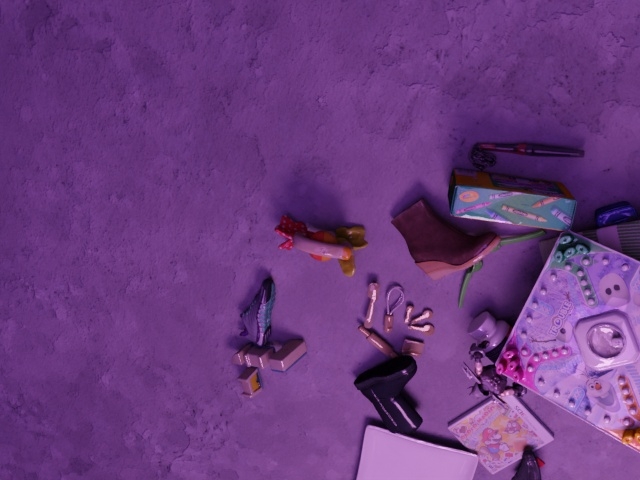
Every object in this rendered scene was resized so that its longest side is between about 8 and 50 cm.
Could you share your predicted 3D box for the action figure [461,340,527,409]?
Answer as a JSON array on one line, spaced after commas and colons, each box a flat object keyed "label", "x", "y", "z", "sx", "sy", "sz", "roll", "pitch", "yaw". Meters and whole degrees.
[{"label": "action figure", "x": 0.487, "y": 0.311, "z": 1.615, "sx": 0.185, "sy": 0.099, "sz": 0.285, "roll": 41, "pitch": 103, "yaw": -11}]

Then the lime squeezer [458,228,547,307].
[{"label": "lime squeezer", "x": 0.443, "y": 0.050, "z": 1.676, "sx": 0.110, "sy": 0.058, "sz": 0.310, "roll": 28, "pitch": 117, "yaw": -31}]

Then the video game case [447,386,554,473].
[{"label": "video game case", "x": 0.528, "y": 0.563, "z": 1.852, "sx": 0.227, "sy": 0.026, "sz": 0.206, "roll": -41, "pitch": 96, "yaw": 24}]

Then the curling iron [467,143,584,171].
[{"label": "curling iron", "x": 0.506, "y": -0.212, "z": 1.561, "sx": 0.274, "sy": 0.035, "sz": 0.068, "roll": -1, "pitch": 114, "yaw": 15}]

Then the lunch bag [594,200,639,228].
[{"label": "lunch bag", "x": 0.731, "y": -0.051, "z": 1.547, "sx": 0.099, "sy": 0.065, "sz": 0.067, "roll": -19, "pitch": 104, "yaw": 21}]

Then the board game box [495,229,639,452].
[{"label": "board game box", "x": 0.646, "y": 0.230, "z": 1.425, "sx": 0.390, "sy": 0.050, "sz": 0.389, "roll": 29, "pitch": 107, "yaw": 26}]

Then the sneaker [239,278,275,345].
[{"label": "sneaker", "x": -0.196, "y": 0.209, "z": 1.875, "sx": 0.098, "sy": 0.083, "sz": 0.223, "roll": 15, "pitch": 114, "yaw": 14}]

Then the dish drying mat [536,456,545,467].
[{"label": "dish drying mat", "x": 0.628, "y": 0.679, "z": 1.880, "sx": 0.032, "sy": 0.008, "sz": 0.083, "roll": 40, "pitch": 115, "yaw": -4}]

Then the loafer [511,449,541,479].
[{"label": "loafer", "x": 0.601, "y": 0.707, "z": 1.847, "sx": 0.078, "sy": 0.076, "sz": 0.223, "roll": -7, "pitch": 119, "yaw": 3}]

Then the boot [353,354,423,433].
[{"label": "boot", "x": 0.237, "y": 0.452, "z": 1.827, "sx": 0.207, "sy": 0.094, "sz": 0.246, "roll": 51, "pitch": 133, "yaw": -5}]

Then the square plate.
[{"label": "square plate", "x": 0.286, "y": 0.749, "z": 1.969, "sx": 0.344, "sy": 0.049, "sz": 0.347, "roll": 13, "pitch": 113, "yaw": 10}]

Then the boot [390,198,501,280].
[{"label": "boot", "x": 0.316, "y": -0.020, "z": 1.623, "sx": 0.248, "sy": 0.090, "sz": 0.206, "roll": -33, "pitch": 92, "yaw": 42}]

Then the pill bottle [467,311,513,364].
[{"label": "pill bottle", "x": 0.496, "y": 0.285, "z": 1.710, "sx": 0.193, "sy": 0.108, "sz": 0.108, "roll": 42, "pitch": 114, "yaw": -4}]

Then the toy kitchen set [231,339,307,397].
[{"label": "toy kitchen set", "x": -0.147, "y": 0.397, "z": 1.933, "sx": 0.207, "sy": 0.122, "sz": 0.166, "roll": 1, "pitch": 112, "yaw": 35}]

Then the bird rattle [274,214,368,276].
[{"label": "bird rattle", "x": 0.000, "y": 0.000, "z": 1.689, "sx": 0.254, "sy": 0.207, "sz": 0.143, "roll": 20, "pitch": 96, "yaw": -3}]

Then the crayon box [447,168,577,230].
[{"label": "crayon box", "x": 0.457, "y": -0.102, "z": 1.531, "sx": 0.279, "sy": 0.165, "sz": 0.081, "roll": 8, "pitch": 111, "yaw": 6}]

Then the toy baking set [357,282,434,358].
[{"label": "toy baking set", "x": 0.209, "y": 0.233, "z": 1.809, "sx": 0.256, "sy": 0.030, "sz": 0.196, "roll": 36, "pitch": 109, "yaw": -8}]

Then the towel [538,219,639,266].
[{"label": "towel", "x": 0.712, "y": 0.087, "z": 1.523, "sx": 0.325, "sy": 0.038, "sz": 0.247, "roll": -17, "pitch": 85, "yaw": 44}]
